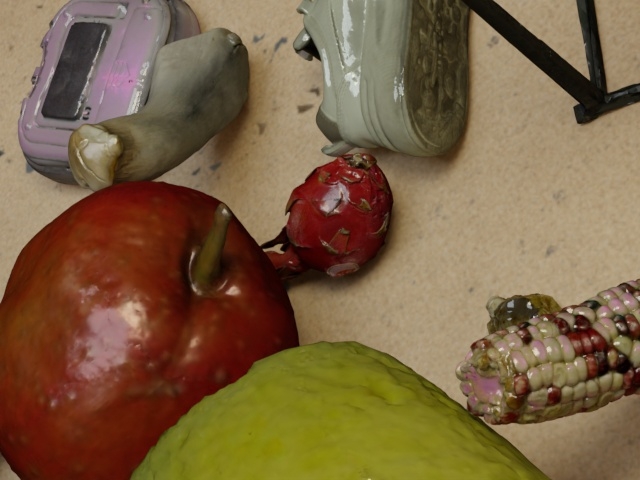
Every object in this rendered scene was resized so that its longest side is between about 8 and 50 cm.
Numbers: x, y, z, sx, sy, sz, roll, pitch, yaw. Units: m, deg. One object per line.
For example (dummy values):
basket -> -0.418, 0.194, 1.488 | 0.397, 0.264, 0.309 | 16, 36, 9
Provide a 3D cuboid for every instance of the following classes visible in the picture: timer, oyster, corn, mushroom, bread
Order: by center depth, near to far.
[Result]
corn -> 0.233, 0.072, 1.289 | 0.092, 0.280, 0.092 | 44, 142, 50
bread -> 0.029, 0.269, 1.291 | 0.348, 0.348, 0.308 | -53, 41, 6
oyster -> 0.173, 0.068, 1.459 | 0.093, 0.034, 0.051 | 4, 81, 32
mushroom -> -0.139, -0.118, 1.641 | 0.099, 0.096, 0.278 | -39, 9, 38
timer -> -0.217, -0.157, 1.804 | 0.190, 0.069, 0.209 | 5, 75, 39

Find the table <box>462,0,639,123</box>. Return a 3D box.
table -> 0.231, -0.282, 1.366 | 0.272, 0.335, 0.222 | -19, 61, 28

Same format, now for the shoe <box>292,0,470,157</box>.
shoe -> 0.044, -0.210, 1.613 | 0.159, 0.124, 0.316 | -17, 62, 36

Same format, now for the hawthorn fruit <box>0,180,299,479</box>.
hawthorn fruit -> -0.141, 0.078, 1.500 | 0.330, 0.287, 0.287 | -55, 45, 40

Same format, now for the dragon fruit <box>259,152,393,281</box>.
dragon fruit -> 0.000, 0.000, 1.587 | 0.190, 0.094, 0.094 | -48, 48, 37
